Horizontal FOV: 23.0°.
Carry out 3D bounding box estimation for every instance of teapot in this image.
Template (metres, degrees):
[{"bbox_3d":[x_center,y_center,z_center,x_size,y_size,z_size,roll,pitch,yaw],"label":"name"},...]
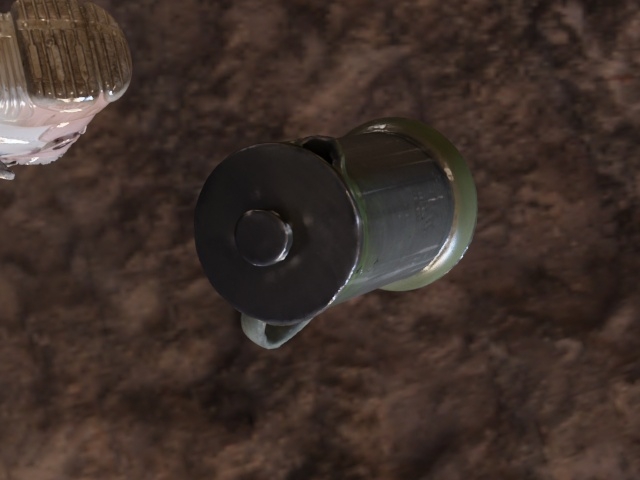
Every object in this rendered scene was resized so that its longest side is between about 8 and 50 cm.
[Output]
[{"bbox_3d":[0.000,0.000,1.664,0.200,0.337,0.270,39,-69,17],"label":"teapot"}]

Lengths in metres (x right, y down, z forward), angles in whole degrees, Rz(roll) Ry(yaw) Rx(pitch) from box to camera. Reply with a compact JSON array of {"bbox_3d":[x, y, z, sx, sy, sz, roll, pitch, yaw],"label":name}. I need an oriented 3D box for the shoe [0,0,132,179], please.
[{"bbox_3d":[-0.395,-0.159,1.738,0.198,0.351,0.172,125,-38,-56],"label":"shoe"}]
